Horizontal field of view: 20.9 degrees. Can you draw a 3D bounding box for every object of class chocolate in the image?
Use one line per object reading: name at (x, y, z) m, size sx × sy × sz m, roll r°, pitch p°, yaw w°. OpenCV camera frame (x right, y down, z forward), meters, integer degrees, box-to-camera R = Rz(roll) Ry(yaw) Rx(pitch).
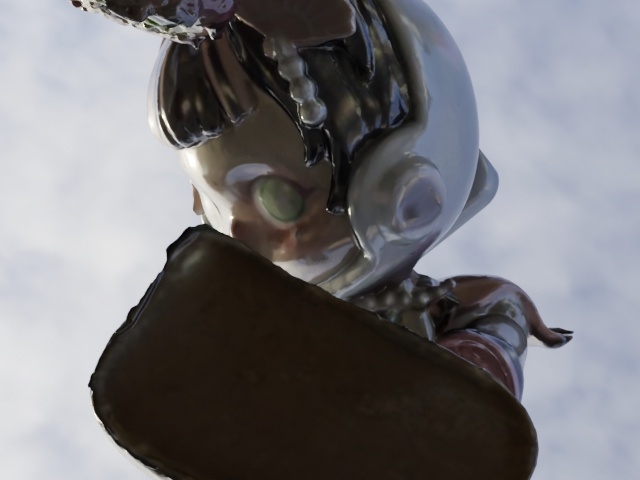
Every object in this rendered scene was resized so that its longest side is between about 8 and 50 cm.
chocolate at (-0.006, 0.116, 1.008) m, size 0.261 × 0.083 × 0.161 m, roll 30°, pitch -118°, yaw 13°

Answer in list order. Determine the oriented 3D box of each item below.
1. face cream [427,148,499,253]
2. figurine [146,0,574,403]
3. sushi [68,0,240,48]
face cream at (0.000, 0.000, 1.387) m, size 0.291 × 0.071 × 0.144 m, roll -40°, pitch -125°, yaw 3°
figurine at (0.018, -0.029, 1.217) m, size 0.253 × 0.361 × 0.211 m, roll -14°, pitch -160°, yaw 42°
sushi at (-0.154, -0.193, 1.011) m, size 0.241 × 0.161 × 0.107 m, roll 20°, pitch -91°, yaw 0°
